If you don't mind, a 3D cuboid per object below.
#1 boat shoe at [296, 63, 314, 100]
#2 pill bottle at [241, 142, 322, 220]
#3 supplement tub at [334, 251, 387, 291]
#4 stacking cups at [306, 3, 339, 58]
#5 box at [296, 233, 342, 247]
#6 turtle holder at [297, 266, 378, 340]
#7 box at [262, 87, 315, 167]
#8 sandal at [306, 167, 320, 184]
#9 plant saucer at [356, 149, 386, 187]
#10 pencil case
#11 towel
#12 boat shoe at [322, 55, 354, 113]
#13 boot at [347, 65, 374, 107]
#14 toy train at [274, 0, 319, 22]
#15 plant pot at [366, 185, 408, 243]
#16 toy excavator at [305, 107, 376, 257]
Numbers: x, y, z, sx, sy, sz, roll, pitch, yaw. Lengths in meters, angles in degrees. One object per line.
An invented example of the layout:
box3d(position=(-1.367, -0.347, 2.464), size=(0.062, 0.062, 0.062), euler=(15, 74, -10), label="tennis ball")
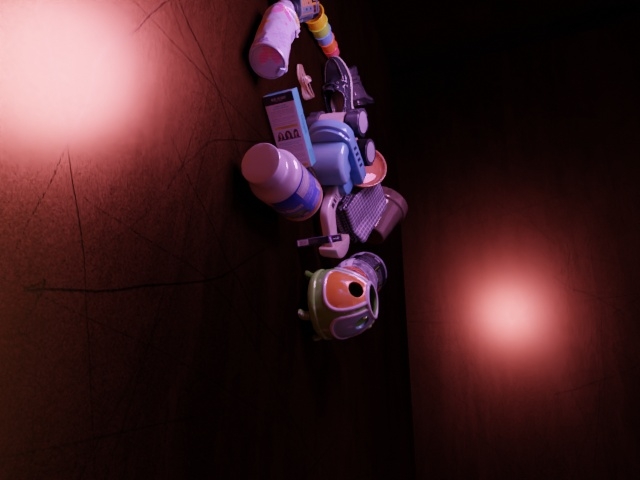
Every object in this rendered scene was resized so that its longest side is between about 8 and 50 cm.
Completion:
box3d(position=(-0.056, -0.611, 1.743), size=(0.050, 0.045, 0.135), euler=(-65, 143, -58), label="boat shoe")
box3d(position=(-0.107, -0.161, 1.266), size=(0.272, 0.152, 0.152), euler=(35, 51, -65), label="pill bottle")
box3d(position=(0.153, 0.159, 1.847), size=(0.316, 0.193, 0.194), euler=(-18, 101, -71), label="supplement tub")
box3d(position=(0.019, -0.909, 1.994), size=(0.316, 0.096, 0.096), euler=(20, 65, -69), label="stacking cups")
box3d(position=(0.000, 0.000, 1.577), size=(0.162, 0.116, 0.029), euler=(-4, 86, -72), label="box")
box3d(position=(0.080, 0.238, 1.550), size=(0.243, 0.227, 0.320), euler=(-68, 146, -56), label="turtle holder")
box3d(position=(-0.096, -0.351, 1.447), size=(0.060, 0.100, 0.244), euler=(-64, 143, -61), label="box")
box3d(position=(-0.060, -0.231, 1.589), size=(0.219, 0.060, 0.090), euler=(55, 24, -27), label="sandal")
box3d(position=(0.177, -0.306, 1.909), size=(0.037, 0.199, 0.200), euler=(106, -14, -68), label="plant saucer")
box3d(position=(-0.138, -0.614, 1.394), size=(0.124, 0.113, 0.273), euler=(40, 42, -32), label="pencil case")
box3d(position=(0.177, -0.152, 1.994), size=(0.284, 0.121, 0.235), euler=(-55, 142, -25), label="towel")
box3d(position=(0.065, -0.646, 2.007), size=(0.113, 0.127, 0.340), euler=(-18, 104, -48), label="boat shoe")
box3d(position=(0.208, -0.855, 2.516), size=(0.338, 0.118, 0.223), euler=(-52, 127, -70), label="boot")
box3d(position=(-0.088, -0.881, 1.625), size=(0.334, 0.142, 0.190), euler=(-65, 153, -57), label="toy train")
box3d(position=(0.294, -0.113, 2.332), size=(0.229, 0.263, 0.263), euler=(-64, 145, -31), label="plant pot")
box3d(position=(0.047, -0.216, 1.727), size=(0.445, 0.222, 0.433), euler=(-66, 147, -33), label="toy excavator")
